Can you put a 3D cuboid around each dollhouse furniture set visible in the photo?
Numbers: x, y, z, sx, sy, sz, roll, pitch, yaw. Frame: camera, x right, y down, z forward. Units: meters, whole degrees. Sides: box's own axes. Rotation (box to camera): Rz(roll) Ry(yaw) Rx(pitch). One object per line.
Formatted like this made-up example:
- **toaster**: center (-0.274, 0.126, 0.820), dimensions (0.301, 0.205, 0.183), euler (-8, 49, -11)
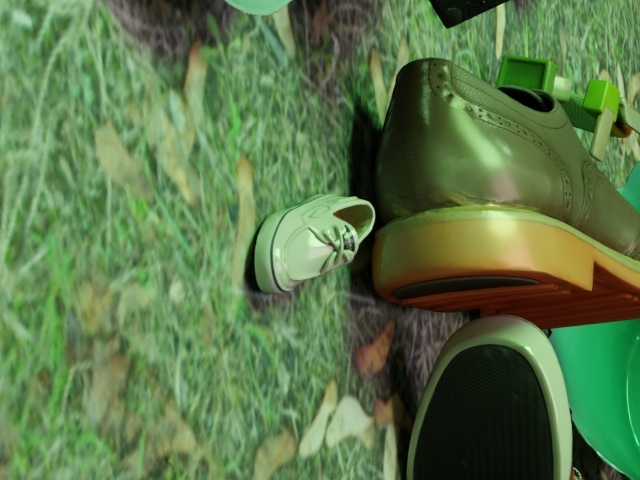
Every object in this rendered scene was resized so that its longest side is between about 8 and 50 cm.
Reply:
- **dollhouse furniture set**: center (0.157, -0.073, 1.278), dimensions (0.151, 0.076, 0.059), euler (21, 81, -64)

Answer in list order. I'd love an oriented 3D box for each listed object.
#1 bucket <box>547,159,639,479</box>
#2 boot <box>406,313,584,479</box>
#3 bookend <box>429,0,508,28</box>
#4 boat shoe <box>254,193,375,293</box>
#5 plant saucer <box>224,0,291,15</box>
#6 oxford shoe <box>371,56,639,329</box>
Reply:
- **bucket**: center (0.304, 0.074, 1.365), dimensions (0.183, 0.281, 0.281), euler (45, 47, -60)
- **boot**: center (0.118, 0.131, 1.144), dimensions (0.176, 0.088, 0.244), euler (-49, 140, -59)
- **bookend**: center (0.052, -0.210, 0.979), dimensions (0.156, 0.072, 0.157), euler (-108, 173, -62)
- **boat shoe**: center (0.000, 0.000, 0.932), dimensions (0.100, 0.035, 0.035), euler (-34, 119, -64)
- **plant saucer**: center (-0.048, -0.191, 0.834), dimensions (0.195, 0.037, 0.195), euler (-3, 90, -67)
- **oxford shoe**: center (0.136, -0.021, 1.149), dimensions (0.363, 0.130, 0.133), euler (19, 65, -66)
